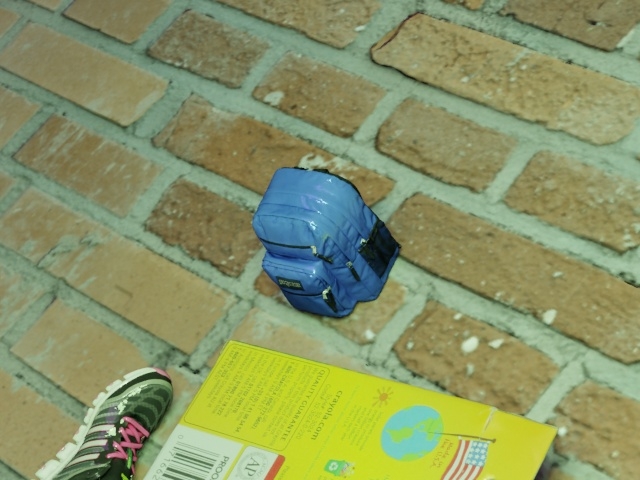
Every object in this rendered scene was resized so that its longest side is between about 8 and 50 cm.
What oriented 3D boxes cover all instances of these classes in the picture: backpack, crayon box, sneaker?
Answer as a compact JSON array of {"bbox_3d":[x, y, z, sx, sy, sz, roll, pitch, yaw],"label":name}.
[{"bbox_3d":[0.000,0.000,1.600,0.098,0.120,0.101,5,55,32],"label":"backpack"},{"bbox_3d":[0.016,0.206,1.438,0.319,0.081,0.202,12,60,37],"label":"crayon box"},{"bbox_3d":[-0.175,0.185,1.580,0.170,0.063,0.075,-49,45,-9],"label":"sneaker"}]
